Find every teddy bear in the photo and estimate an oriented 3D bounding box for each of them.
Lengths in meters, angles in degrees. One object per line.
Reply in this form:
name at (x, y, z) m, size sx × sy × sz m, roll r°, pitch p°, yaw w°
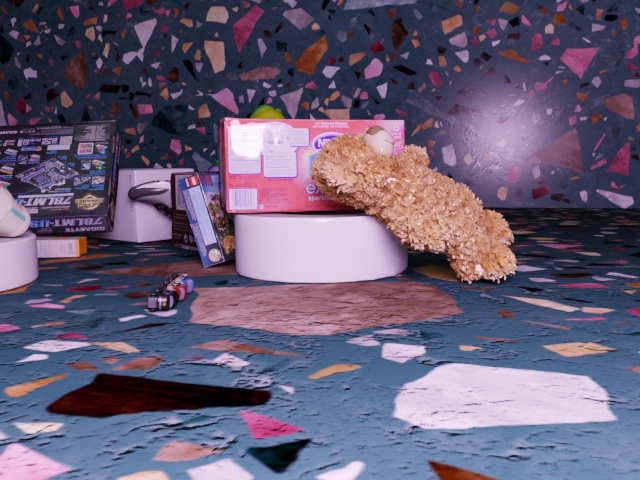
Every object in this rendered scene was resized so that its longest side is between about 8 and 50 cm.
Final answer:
teddy bear at (0.154, -0.063, 0.946) m, size 0.338 × 0.113 × 0.245 m, roll 40°, pitch 38°, yaw 5°

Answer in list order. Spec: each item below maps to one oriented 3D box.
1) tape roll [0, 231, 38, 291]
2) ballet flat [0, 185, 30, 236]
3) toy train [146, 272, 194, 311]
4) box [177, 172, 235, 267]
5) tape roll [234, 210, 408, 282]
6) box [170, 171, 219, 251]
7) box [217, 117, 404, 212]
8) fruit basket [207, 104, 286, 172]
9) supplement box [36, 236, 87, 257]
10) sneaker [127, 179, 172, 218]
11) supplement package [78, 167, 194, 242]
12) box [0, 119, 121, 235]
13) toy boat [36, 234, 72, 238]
tape roll at (-0.619, 0.033, 0.930) m, size 0.393 × 0.071 × 0.392 m, roll 0°, pitch 5°, yaw 0°
ballet flat at (-0.531, -0.041, 1.001) m, size 0.249 × 0.086 × 0.086 m, roll 7°, pitch 9°, yaw 40°
toy train at (-0.188, 0.064, 0.818) m, size 0.036 × 0.027 × 0.158 m, roll 3°, pitch 6°, yaw -2°
box at (-0.173, -0.045, 1.208) m, size 0.044 × 0.159 × 0.233 m, roll -17°, pitch 1°, yaw 17°
tape roll at (0.000, 0.000, 1.072) m, size 0.287 × 0.100 × 0.286 m, roll 0°, pitch 5°, yaw 0°
box at (-0.204, -0.069, 1.417) m, size 0.203 × 0.166 × 0.169 m, roll -4°, pitch 7°, yaw -35°
box at (-0.020, -0.128, 1.093) m, size 0.300 × 0.153 × 0.142 m, roll -3°, pitch 7°, yaw -13°
fruit basket at (-0.201, -0.206, 1.808) m, size 0.392 × 0.391 × 0.283 m, roll 4°, pitch 7°, yaw 37°
supplement box at (-0.522, 0.013, 1.276) m, size 0.099 × 0.036 × 0.062 m, roll -1°, pitch 6°, yaw -5°
sneaker at (-0.312, -0.071, 1.493) m, size 0.272 × 0.107 × 0.100 m, roll 16°, pitch -13°, yaw -30°
supplement package at (-0.476, -0.095, 1.642) m, size 0.293 × 0.177 × 0.175 m, roll 4°, pitch 8°, yaw 42°
box at (-0.614, -0.143, 1.454) m, size 0.296 × 0.293 × 0.073 m, roll -4°, pitch -35°, yaw -7°
toy boat at (-0.664, -0.057, 1.526) m, size 0.231 × 0.151 × 0.151 m, roll 33°, pitch 56°, yaw 20°
